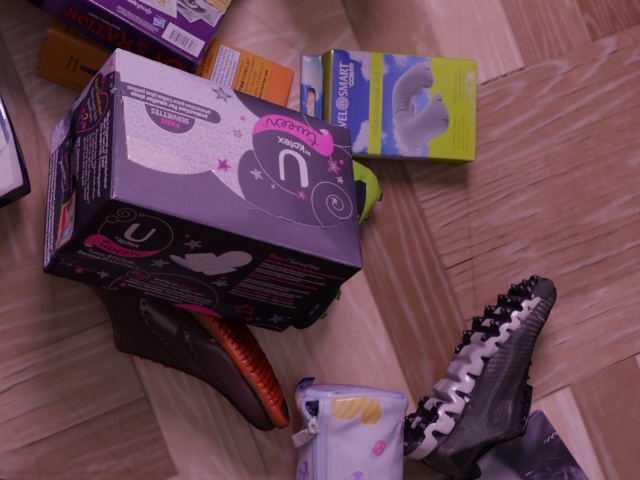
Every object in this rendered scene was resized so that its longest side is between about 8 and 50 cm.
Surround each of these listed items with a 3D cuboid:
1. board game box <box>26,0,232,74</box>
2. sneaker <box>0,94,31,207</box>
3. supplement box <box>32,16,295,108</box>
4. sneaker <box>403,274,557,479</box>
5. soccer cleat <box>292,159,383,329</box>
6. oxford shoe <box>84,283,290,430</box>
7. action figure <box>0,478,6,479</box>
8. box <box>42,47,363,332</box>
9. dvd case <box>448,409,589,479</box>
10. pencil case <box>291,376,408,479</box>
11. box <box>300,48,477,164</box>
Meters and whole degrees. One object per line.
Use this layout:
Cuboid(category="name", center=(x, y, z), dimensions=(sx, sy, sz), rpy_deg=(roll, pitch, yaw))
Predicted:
Cuboid(category="board game box", center=(-0.238, -0.294, 1.130), dimensions=(0.347, 0.056, 0.208), rpy_deg=(30, 47, -10))
Cuboid(category="sneaker", center=(-0.397, -0.147, 1.113), dimensions=(0.182, 0.127, 0.315), rpy_deg=(-26, 87, -10))
Cuboid(category="supplement box", center=(-0.148, -0.160, 1.177), dimensions=(0.233, 0.078, 0.080), rpy_deg=(20, 55, -14))
Cuboid(category="sneaker", center=(0.180, 0.147, 1.261), dimensions=(0.106, 0.078, 0.234), rpy_deg=(38, 83, -13))
Cuboid(category="soccer cleat", center=(0.000, 0.000, 1.222), dimensions=(0.072, 0.060, 0.178), rpy_deg=(35, 72, -38))
Cuboid(category="oxford shoe", center=(-0.136, 0.089, 1.186), dimensions=(0.098, 0.097, 0.271), rpy_deg=(-40, 91, 5))
Cuboid(category="action figure", center=(-0.243, 0.368, 1.070), dimensions=(0.341, 0.178, 0.330), rpy_deg=(-10, 61, -42))
Cuboid(category="box", center=(-0.102, -0.041, 1.102), dimensions=(0.247, 0.142, 0.163), rpy_deg=(17, 53, -31))
Cuboid(category="dvd case", center=(0.190, 0.307, 1.285), dimensions=(0.221, 0.018, 0.164), rpy_deg=(-36, 97, -12))
Cuboid(category="pencil case", center=(0.025, 0.271, 1.189), dimensions=(0.114, 0.124, 0.273), rpy_deg=(1, 89, 20))
Cuboid(category="box", center=(0.070, -0.136, 1.260), dimensions=(0.178, 0.042, 0.109), rpy_deg=(2, 87, -15))
